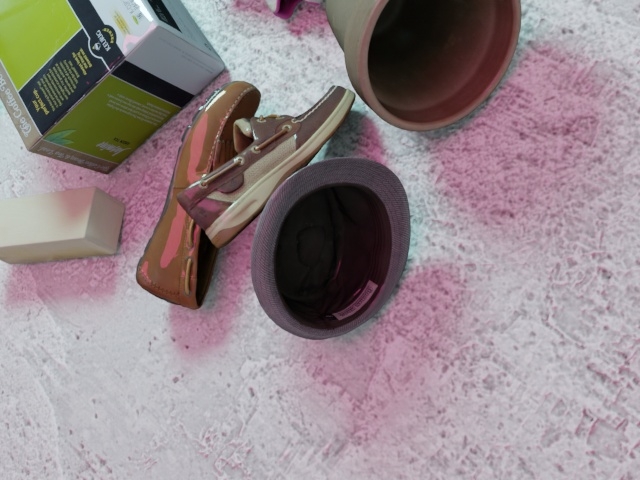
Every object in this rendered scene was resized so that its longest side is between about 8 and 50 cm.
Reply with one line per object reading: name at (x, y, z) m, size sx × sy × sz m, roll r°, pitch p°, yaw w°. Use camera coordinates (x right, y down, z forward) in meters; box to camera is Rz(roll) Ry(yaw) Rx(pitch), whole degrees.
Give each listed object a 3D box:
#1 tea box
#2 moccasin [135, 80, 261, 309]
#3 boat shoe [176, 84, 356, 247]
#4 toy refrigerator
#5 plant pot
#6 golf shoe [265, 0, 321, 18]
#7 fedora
tea box at (-0.411, -0.355, 1.467) m, size 0.323 × 0.220 × 0.329 m, roll -38°, pitch 70°, yaw 15°
moccasin at (-0.173, -0.076, 1.332) m, size 0.147 × 0.139 × 0.380 m, roll 19°, pitch 82°, yaw 18°
boat shoe at (-0.078, -0.141, 1.225) m, size 0.123 × 0.123 × 0.342 m, roll 43°, pitch 65°, yaw -3°
toy refrigerator at (-0.499, -0.023, 1.522) m, size 0.270 × 0.094 × 0.102 m, roll -6°, pitch 66°, yaw 27°
plant pot at (0.120, -0.320, 1.198) m, size 0.263 × 0.263 × 0.229 m, roll -51°, pitch 41°, yaw 7°
golf shoe at (0.026, -0.469, 1.360) m, size 0.306 × 0.115 × 0.140 m, roll -15°, pitch 77°, yaw 33°
fedora at (0.000, 0.000, 1.178) m, size 0.124 × 0.244 × 0.275 m, roll -143°, pitch 46°, yaw -59°
